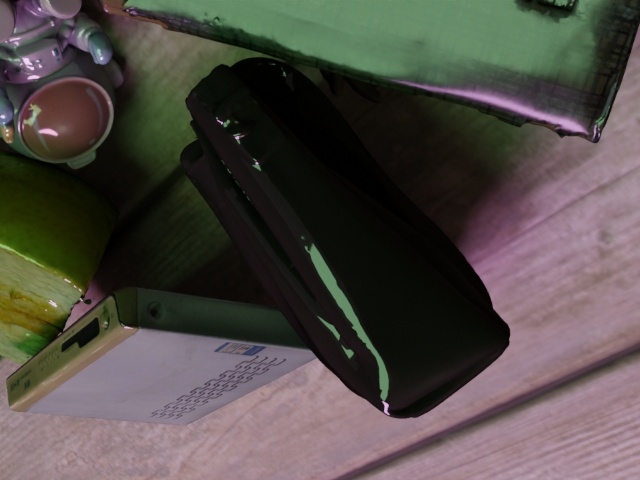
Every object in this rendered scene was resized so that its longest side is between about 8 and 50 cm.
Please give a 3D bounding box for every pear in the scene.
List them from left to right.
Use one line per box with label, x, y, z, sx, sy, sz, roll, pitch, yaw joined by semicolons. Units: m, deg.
pear;-0.311;-0.011;0.890;0.239;0.139;0.288;21;153;-14

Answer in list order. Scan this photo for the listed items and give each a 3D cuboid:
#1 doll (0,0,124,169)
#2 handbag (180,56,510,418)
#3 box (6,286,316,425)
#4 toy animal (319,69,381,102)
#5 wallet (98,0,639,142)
doll;-0.234;-0.179;0.765;0.150;0.151;0.287;10;134;25
handbag;0.000;0.000;0.705;0.257;0.113;0.285;48;175;-1
box;-0.141;0.110;0.899;0.210;0.045;0.270;10;153;-31
toy animal;0.013;-0.197;0.626;0.186;0.094;0.214;30;126;-3
wallet;0.027;-0.171;0.565;0.316;0.044;0.169;17;116;8
